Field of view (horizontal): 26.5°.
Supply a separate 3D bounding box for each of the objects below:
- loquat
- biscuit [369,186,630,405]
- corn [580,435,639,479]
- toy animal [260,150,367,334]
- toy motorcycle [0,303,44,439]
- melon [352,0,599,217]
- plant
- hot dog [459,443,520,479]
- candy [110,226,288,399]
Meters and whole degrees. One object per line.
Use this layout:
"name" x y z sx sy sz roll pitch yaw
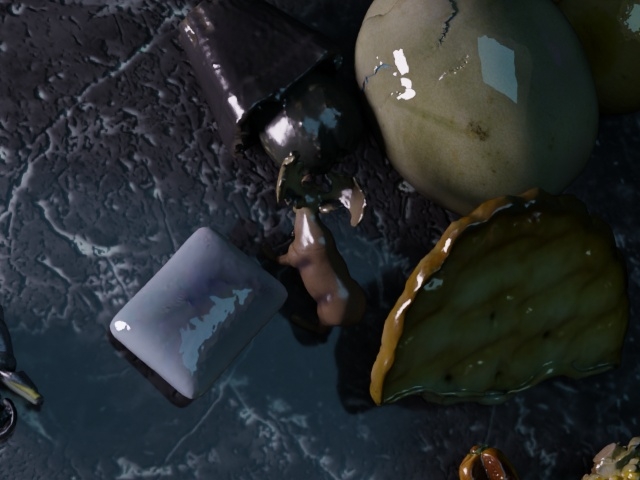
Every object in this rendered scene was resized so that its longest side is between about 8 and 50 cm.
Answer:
"loquat" 0.389 -0.260 1.714 0.213 0.213 0.213 3 77 -13
"biscuit" 0.228 0.096 1.604 0.335 0.078 0.329 29 107 -32
"corn" 0.429 0.417 1.606 0.144 0.144 0.387 -27 90 -17
"toy animal" 0.000 0.000 1.560 0.094 0.186 0.214 -28 94 -21
"toy motorcycle" -0.388 0.127 1.511 0.193 0.061 0.124 42 79 7
"melon" 0.184 -0.186 1.613 0.268 0.268 0.330 -34 90 -18
"plant" -0.058 -0.184 1.621 0.164 0.142 0.256 -35 76 -18
"hot dog" 0.217 0.333 1.612 0.072 0.055 0.188 -18 85 1
"candy" -0.140 0.082 1.573 0.138 0.071 0.174 39 72 10
